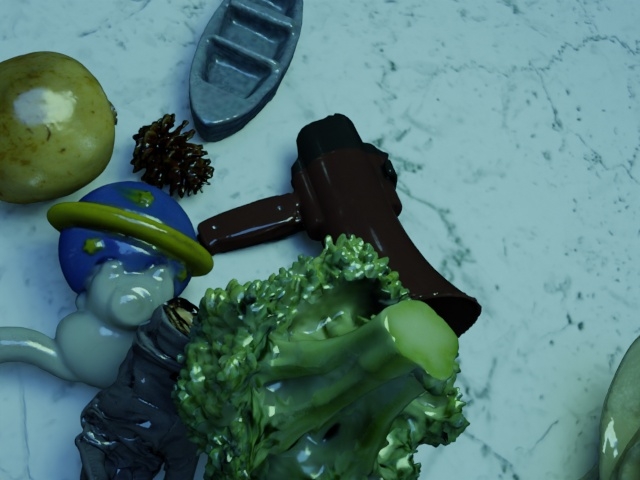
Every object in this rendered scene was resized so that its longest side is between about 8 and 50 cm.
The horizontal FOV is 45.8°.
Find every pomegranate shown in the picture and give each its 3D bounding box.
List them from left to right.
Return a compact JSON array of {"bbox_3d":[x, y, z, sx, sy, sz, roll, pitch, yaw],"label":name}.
[{"bbox_3d":[-0.321,-0.133,0.890,0.196,0.196,0.196,7,64,-15],"label":"pomegranate"}]

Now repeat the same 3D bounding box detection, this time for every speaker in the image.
[{"bbox_3d":[0.013,0.016,0.977,0.259,0.198,0.330,-34,58,11],"label":"speaker"}]

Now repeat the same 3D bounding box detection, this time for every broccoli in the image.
[{"bbox_3d":[0.006,0.125,0.705,0.235,0.260,0.288,37,38,30],"label":"broccoli"}]

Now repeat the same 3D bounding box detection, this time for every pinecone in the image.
[{"bbox_3d":[-0.189,-0.105,0.972,0.109,0.102,0.102,48,57,-25],"label":"pinecone"}]

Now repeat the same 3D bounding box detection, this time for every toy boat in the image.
[{"bbox_3d":[-0.111,-0.255,1.072,0.127,0.078,0.283,25,61,-7],"label":"toy boat"}]

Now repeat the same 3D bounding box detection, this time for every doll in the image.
[{"bbox_3d":[-0.188,0.065,0.851,0.310,0.159,0.243,25,57,-16],"label":"doll"}]

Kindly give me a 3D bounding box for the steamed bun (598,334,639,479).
[{"bbox_3d":[0.448,0.264,0.834,0.255,0.343,0.368,-11,29,-15],"label":"steamed bun"}]

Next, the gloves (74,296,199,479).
[{"bbox_3d":[-0.174,0.200,0.777,0.142,0.119,0.286,23,89,-20],"label":"gloves"}]

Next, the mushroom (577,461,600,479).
[{"bbox_3d":[0.346,0.286,0.989,0.306,0.043,0.068,-34,65,-27],"label":"mushroom"}]
